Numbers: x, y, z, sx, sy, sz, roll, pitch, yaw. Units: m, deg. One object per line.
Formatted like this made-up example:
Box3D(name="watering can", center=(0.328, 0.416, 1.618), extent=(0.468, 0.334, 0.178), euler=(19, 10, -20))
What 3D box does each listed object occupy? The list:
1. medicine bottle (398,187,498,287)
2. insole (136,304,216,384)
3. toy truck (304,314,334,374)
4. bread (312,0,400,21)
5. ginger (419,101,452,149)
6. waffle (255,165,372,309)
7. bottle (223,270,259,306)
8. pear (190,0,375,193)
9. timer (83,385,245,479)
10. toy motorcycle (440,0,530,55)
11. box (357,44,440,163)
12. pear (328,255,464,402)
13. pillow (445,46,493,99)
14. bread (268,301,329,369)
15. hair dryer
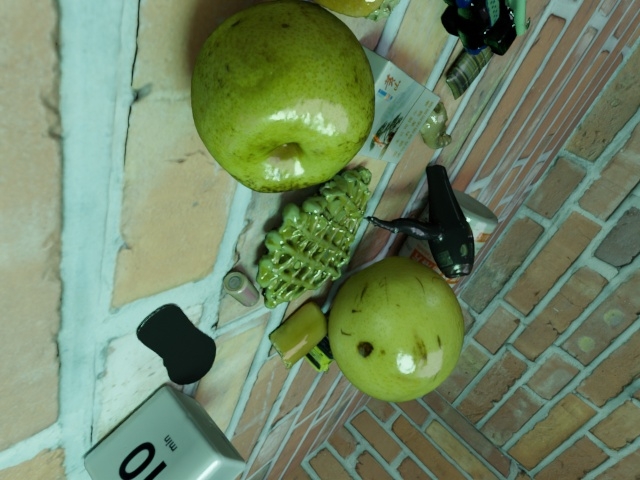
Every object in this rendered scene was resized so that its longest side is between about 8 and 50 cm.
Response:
Box3D(name="medicine bottle", center=(0.366, 0.037, 1.369), extent=(0.211, 0.211, 0.371), euler=(-13, 136, -52))
Box3D(name="insole", center=(-0.257, 0.204, 0.813), extent=(0.109, 0.007, 0.322), euler=(-42, 154, -21))
Box3D(name="toy truck", center=(0.057, 0.282, 1.308), extent=(0.272, 0.124, 0.157), euler=(-27, 153, -44))
Box3D(name="bread", center=(0.053, -0.329, 0.391), extent=(0.245, 0.174, 0.121), euler=(-54, 153, 18))
Box3D(name="ginger", center=(0.262, -0.251, 0.997), extent=(0.069, 0.051, 0.173), euler=(-46, 160, 5))
Box3D(name="waffle", center=(0.000, 0.000, 0.874), extent=(0.317, 0.073, 0.297), euler=(-29, 149, -41))
Box3D(name="bottle", center=(-0.142, 0.091, 0.802), extent=(0.045, 0.045, 0.096), euler=(-45, 156, -11))
Box3D(name="pear", center=(-0.041, -0.157, 0.470), extent=(0.197, 0.197, 0.197), euler=(-38, 153, -24))
Box3D(name="timer", center=(-0.293, 0.435, 0.852), extent=(0.195, 0.192, 0.194), euler=(-42, 154, -18))
Box3D(name="toy motorcycle", center=(0.230, -0.407, 0.649), extent=(0.196, 0.125, 0.331), euler=(-52, 152, 8))
Box3D(name="box", center=(0.105, -0.221, 0.750), extent=(0.233, 0.067, 0.149), euler=(-5, 129, -56))
Box3D(name="pear", center=(0.183, 0.213, 1.082), extent=(0.348, 0.348, 0.348), euler=(-38, 153, -24))
Box3D(name="pillow", center=(0.340, -0.402, 0.920), extent=(0.203, 0.038, 0.113), euler=(-56, 155, 14))
Box3D(name="bread", center=(-0.048, 0.244, 1.119), extent=(0.173, 0.085, 0.134), euler=(-42, 154, -16))
Box3D(name="hair dryer", center=(0.232, -0.065, 1.034), extent=(0.359, 0.304, 0.120), euler=(6, 161, -40))
